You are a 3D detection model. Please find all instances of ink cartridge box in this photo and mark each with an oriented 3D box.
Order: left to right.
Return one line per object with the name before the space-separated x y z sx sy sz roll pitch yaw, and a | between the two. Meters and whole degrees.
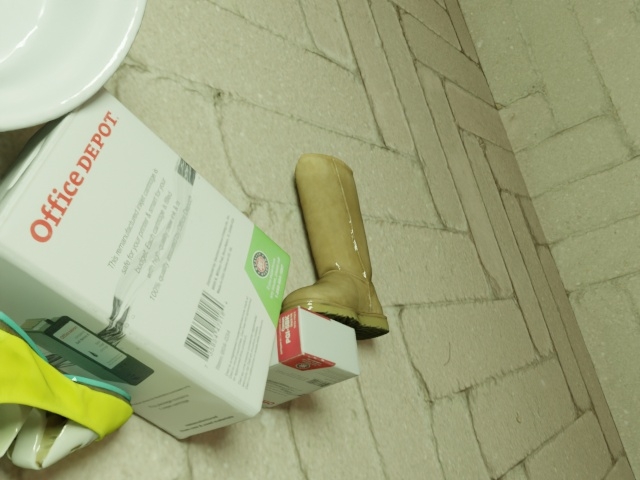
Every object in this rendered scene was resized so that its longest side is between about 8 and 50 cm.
ink cartridge box | -0.167 0.026 0.573 0.273 0.115 0.198 44 37 -31
ink cartridge box | -0.041 0.130 0.672 0.099 0.135 0.056 30 43 -44

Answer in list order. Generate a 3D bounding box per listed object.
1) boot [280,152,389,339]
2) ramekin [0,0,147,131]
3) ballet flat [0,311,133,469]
boot | 0.000 0.000 0.873 0.236 0.089 0.269 27 48 -59
ramekin | -0.281 -0.226 0.459 0.277 0.135 0.277 -20 117 -45
ballet flat | -0.207 0.118 0.438 0.231 0.077 0.077 74 20 -59
